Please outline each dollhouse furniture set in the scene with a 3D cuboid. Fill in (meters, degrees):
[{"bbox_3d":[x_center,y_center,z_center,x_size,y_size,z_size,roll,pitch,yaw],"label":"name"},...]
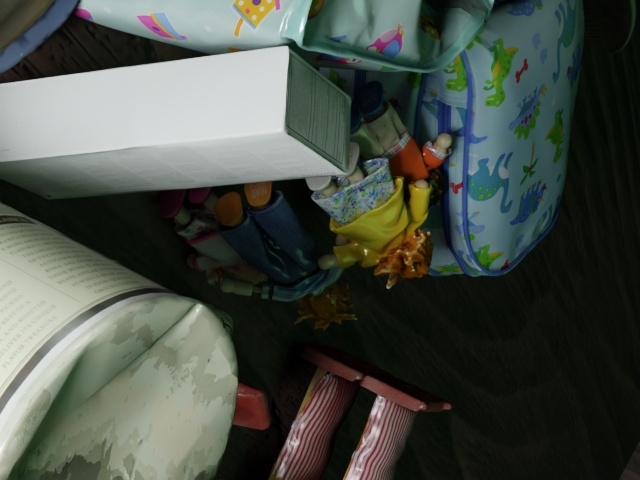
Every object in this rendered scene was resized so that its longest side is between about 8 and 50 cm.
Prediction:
[{"bbox_3d":[-0.023,0.220,1.288,0.201,0.152,0.374,-67,158,4],"label":"dollhouse furniture set"}]

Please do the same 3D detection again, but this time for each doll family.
[{"bbox_3d":[0.000,0.000,1.093,0.163,0.262,0.118,49,24,-44],"label":"doll family"}]

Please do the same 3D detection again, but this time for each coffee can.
[{"bbox_3d":[-0.215,0.072,0.752,0.201,0.275,0.202,-39,142,-40],"label":"coffee can"}]

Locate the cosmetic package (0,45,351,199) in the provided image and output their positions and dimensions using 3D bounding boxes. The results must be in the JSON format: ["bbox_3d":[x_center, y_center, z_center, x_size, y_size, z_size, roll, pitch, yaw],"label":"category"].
[{"bbox_3d":[-0.108,-0.073,0.864,0.099,0.239,0.061,32,58,-61],"label":"cosmetic package"}]

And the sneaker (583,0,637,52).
[{"bbox_3d":[0.380,-0.346,1.648,0.118,0.083,0.222,-48,146,-30],"label":"sneaker"}]

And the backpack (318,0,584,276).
[{"bbox_3d":[0.116,-0.137,1.225,0.290,0.273,0.356,-41,156,-50],"label":"backpack"}]

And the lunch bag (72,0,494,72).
[{"bbox_3d":[-0.020,-0.203,0.924,0.262,0.223,0.160,-5,107,-57],"label":"lunch bag"}]

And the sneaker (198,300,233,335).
[{"bbox_3d":[-0.144,0.145,1.122,0.225,0.092,0.088,-49,148,-29],"label":"sneaker"}]

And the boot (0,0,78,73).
[{"bbox_3d":[-0.182,-0.202,0.827,0.219,0.082,0.106,-54,164,-10],"label":"boot"}]
